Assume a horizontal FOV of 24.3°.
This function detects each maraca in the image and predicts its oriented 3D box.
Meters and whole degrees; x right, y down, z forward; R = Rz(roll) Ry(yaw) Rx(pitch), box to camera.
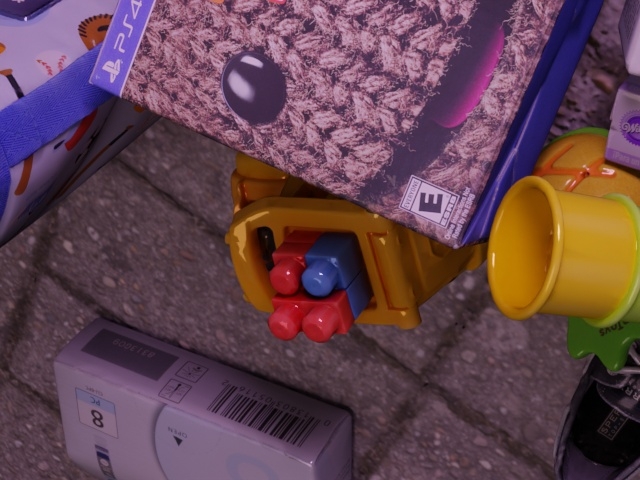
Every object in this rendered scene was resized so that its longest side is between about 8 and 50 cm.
[{"bbox_3d":[0.206,0.004,1.107,0.127,0.099,0.185,-35,61,37],"label":"maraca"}]

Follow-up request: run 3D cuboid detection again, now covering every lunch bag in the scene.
[{"bbox_3d":[-0.288,-0.112,1.225,0.385,0.328,0.239,-13,113,41],"label":"lunch bag"}]

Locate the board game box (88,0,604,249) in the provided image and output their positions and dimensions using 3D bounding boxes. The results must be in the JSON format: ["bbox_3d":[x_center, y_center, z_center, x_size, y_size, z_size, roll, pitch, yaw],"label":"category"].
[{"bbox_3d":[0.027,-0.158,1.035,0.291,0.141,0.232,24,101,17],"label":"board game box"}]

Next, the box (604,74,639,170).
[{"bbox_3d":[0.360,-0.046,1.019,0.324,0.067,0.063,21,131,21],"label":"box"}]

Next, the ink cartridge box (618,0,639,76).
[{"bbox_3d":[0.335,-0.212,0.918,0.239,0.060,0.275,8,131,-2],"label":"ink cartridge box"}]

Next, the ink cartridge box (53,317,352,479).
[{"bbox_3d":[-0.120,0.293,1.583,0.308,0.091,0.385,18,130,23],"label":"ink cartridge box"}]

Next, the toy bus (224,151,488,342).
[{"bbox_3d":[0.000,0.000,1.195,0.220,0.211,0.149,4,126,34],"label":"toy bus"}]

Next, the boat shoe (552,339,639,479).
[{"bbox_3d":[0.260,0.099,1.169,0.108,0.102,0.301,33,135,8],"label":"boat shoe"}]

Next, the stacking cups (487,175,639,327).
[{"bbox_3d":[0.274,0.018,1.011,0.316,0.096,0.096,5,138,-20],"label":"stacking cups"}]
